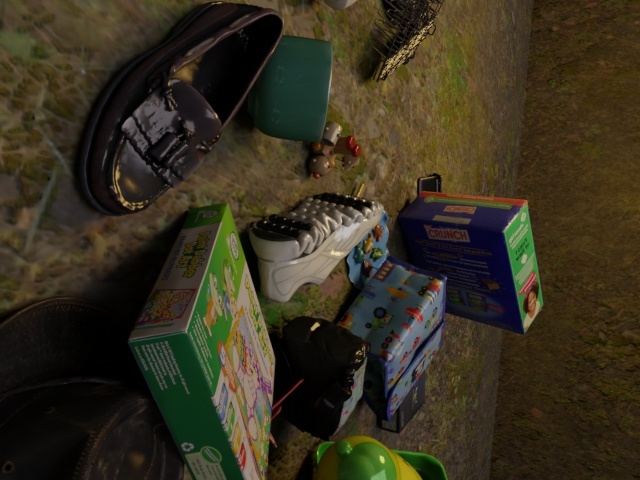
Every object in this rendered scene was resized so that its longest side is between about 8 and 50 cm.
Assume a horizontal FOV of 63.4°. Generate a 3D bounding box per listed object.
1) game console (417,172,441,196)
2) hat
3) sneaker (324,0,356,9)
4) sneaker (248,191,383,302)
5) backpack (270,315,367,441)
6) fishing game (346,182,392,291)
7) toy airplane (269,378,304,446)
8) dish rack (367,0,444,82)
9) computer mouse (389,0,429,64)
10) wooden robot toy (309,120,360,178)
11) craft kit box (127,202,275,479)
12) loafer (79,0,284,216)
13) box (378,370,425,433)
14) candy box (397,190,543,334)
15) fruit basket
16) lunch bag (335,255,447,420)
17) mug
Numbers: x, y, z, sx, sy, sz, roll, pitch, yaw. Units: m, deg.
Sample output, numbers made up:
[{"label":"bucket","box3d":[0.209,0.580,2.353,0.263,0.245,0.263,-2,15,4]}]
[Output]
[{"label":"game console","box3d":[0.284,-0.114,1.382,0.107,0.071,0.122,-92,180,-76]},{"label":"hat","box3d":[-0.206,0.217,0.434,0.331,0.134,0.331,-18,110,-60]},{"label":"sneaker","box3d":[0.085,-0.481,0.861,0.152,0.114,0.305,48,53,-51]},{"label":"sneaker","box3d":[0.000,0.000,0.811,0.292,0.110,0.118,-26,125,-48]},{"label":"backpack","box3d":[0.005,0.217,0.804,0.115,0.152,0.182,-30,133,-45]},{"label":"fishing game","box3d":[0.109,0.014,1.062,0.189,0.041,0.264,-60,143,-33]},{"label":"toy airplane","box3d":[-0.079,0.240,0.690,0.028,0.151,0.151,47,44,-8]},{"label":"dish rack","box3d":[0.167,-0.423,0.935,0.208,0.074,0.271,-46,170,-25]},{"label":"computer mouse","box3d":[0.167,-0.519,1.061,0.272,0.072,0.188,77,34,-48]},{"label":"wooden robot toy","box3d":[0.011,-0.138,0.835,0.173,0.076,0.079,41,70,-55]},{"label":"craft kit box","box3d":[-0.107,0.122,0.566,0.246,0.061,0.250,-99,177,-61]},{"label":"loafer","box3d":[-0.133,-0.154,0.541,0.109,0.095,0.302,59,45,-46]},{"label":"box","box3d":[0.199,0.313,1.247,0.183,0.059,0.233,-15,107,-60]},{"label":"candy box","box3d":[0.361,0.048,1.235,0.122,0.268,0.317,-47,129,-29]},{"label":"fruit basket","box3d":[0.105,0.445,0.782,0.392,0.283,0.392,-169,-90,-80]},{"label":"lunch bag","box3d":[0.158,0.219,1.059,0.221,0.138,0.293,-49,141,-27]},{"label":"mug","box3d":[-0.044,-0.201,0.684,0.158,0.097,0.129,-109,-155,-73]}]
